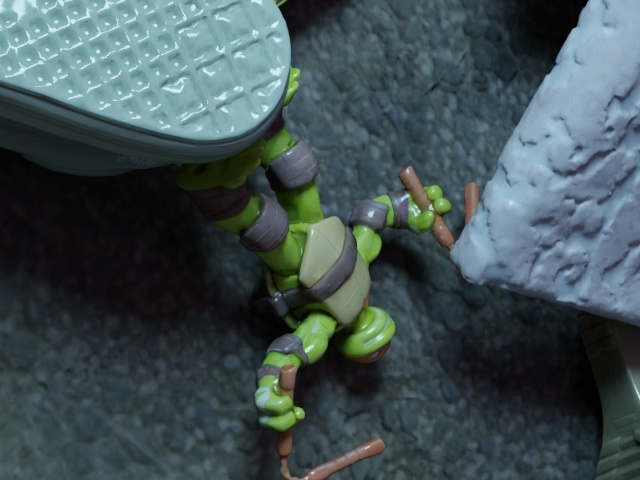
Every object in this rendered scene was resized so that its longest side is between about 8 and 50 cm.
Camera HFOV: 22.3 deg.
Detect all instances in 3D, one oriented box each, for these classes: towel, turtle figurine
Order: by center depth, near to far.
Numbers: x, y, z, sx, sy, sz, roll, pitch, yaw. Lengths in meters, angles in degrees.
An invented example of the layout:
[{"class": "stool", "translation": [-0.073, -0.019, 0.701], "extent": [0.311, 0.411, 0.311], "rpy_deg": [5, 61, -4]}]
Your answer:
[{"class": "turtle figurine", "translation": [0.000, 0.000, 1.029], "extent": [0.269, 0.087, 0.217], "rpy_deg": [-54, 128, -32]}, {"class": "towel", "translation": [0.283, -0.082, 1.067], "extent": [0.317, 0.053, 0.332], "rpy_deg": [17, 110, -31]}]

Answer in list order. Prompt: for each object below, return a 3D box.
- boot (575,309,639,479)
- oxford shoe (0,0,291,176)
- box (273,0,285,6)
[{"class": "boot", "translation": [0.298, 0.134, 1.215], "extent": [0.207, 0.090, 0.248], "rpy_deg": [-5, 81, -34]}, {"class": "oxford shoe", "translation": [-0.235, -0.147, 0.877], "extent": [0.449, 0.130, 0.169], "rpy_deg": [21, 75, -15]}, {"class": "box", "translation": [-0.044, -0.176, 1.052], "extent": [0.169, 0.054, 0.059], "rpy_deg": [-41, 105, -33]}]
